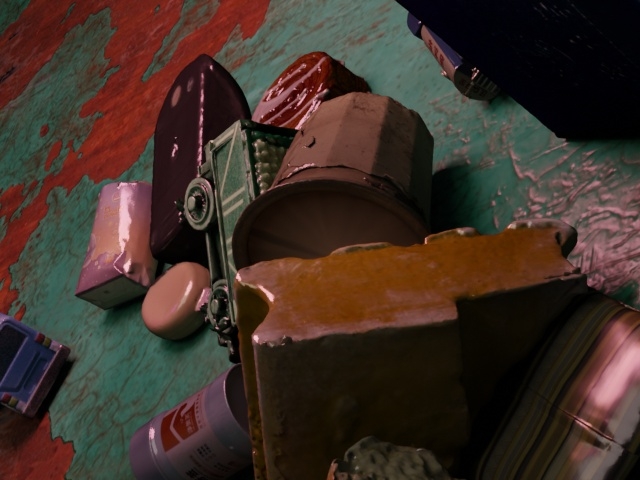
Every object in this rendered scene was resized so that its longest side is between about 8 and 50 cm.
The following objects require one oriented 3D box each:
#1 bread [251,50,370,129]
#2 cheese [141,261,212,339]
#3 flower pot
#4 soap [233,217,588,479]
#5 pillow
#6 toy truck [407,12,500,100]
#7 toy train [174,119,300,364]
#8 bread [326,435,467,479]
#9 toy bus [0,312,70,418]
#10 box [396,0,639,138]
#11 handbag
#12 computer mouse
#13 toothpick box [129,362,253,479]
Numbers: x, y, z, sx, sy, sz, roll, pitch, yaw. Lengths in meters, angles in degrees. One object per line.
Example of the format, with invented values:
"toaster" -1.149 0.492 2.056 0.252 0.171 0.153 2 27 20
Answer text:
"bread" -0.018 -0.147 1.878 0.160 0.073 0.160 -35 37 32
"cheese" -0.152 0.068 1.889 0.171 0.047 0.092 -25 45 43
"flower pot" 0.029 -0.042 1.592 0.212 0.212 0.203 -32 31 35
"soap" 0.091 0.169 1.398 0.304 0.339 0.169 -8 30 -6
"pillow" 0.204 0.140 1.297 0.208 0.052 0.212 -57 28 -2
"toy truck" 0.158 -0.221 1.706 0.088 0.074 0.202 -56 29 19
"toy train" -0.069 0.000 1.725 0.154 0.115 0.269 -29 61 42
"bread" 0.065 0.324 1.204 0.314 0.171 0.192 -96 19 -57
"toy bus" -0.453 0.153 2.156 0.234 0.133 0.116 11 71 58
"box" 0.238 -0.199 1.368 0.279 0.261 0.116 3 61 57
"handbag" -0.261 -0.004 2.072 0.117 0.095 0.173 -21 48 41
"computer mouse" -0.142 -0.098 1.977 0.170 0.100 0.269 -47 36 50
"toothpick box" -0.116 0.205 1.648 0.153 0.101 0.101 -36 35 31
